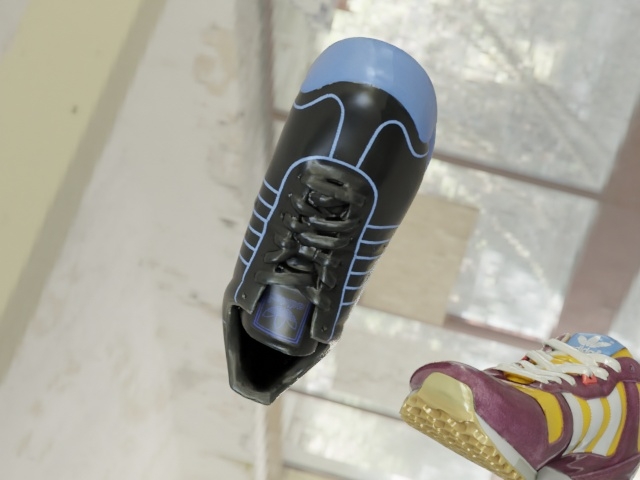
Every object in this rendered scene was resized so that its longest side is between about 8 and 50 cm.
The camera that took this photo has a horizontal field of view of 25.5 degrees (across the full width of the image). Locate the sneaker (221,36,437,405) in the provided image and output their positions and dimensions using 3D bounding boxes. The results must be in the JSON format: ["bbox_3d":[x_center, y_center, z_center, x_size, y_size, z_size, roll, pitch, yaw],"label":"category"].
[{"bbox_3d":[0.000,0.000,0.748,0.232,0.081,0.090,108,-178,-50],"label":"sneaker"}]

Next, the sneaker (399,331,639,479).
[{"bbox_3d":[0.101,0.072,0.646,0.084,0.069,0.185,-60,-34,-5],"label":"sneaker"}]
